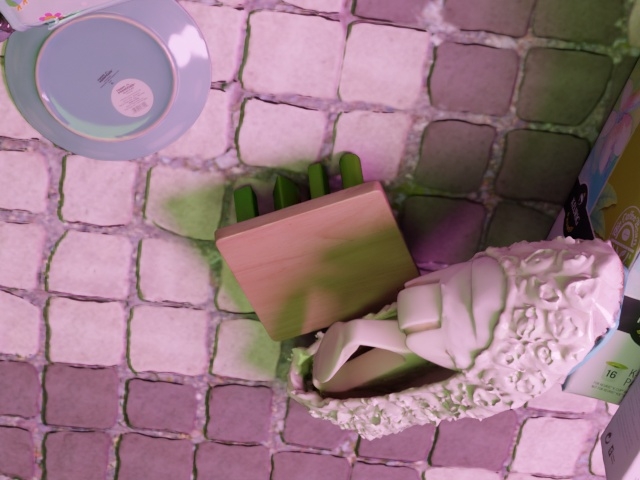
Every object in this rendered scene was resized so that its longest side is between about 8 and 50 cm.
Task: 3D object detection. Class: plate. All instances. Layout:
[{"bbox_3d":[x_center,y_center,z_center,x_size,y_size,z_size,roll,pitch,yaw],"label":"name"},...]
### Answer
[{"bbox_3d":[-0.193,-0.150,1.379,0.188,0.024,0.188,0,121,-1],"label":"plate"}]

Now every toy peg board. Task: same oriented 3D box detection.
[{"bbox_3d":[0.000,0.000,1.457,0.161,0.079,0.160,-17,136,10],"label":"toy peg board"}]

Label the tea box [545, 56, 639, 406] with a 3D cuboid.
[{"bbox_3d":[0.413,-0.001,1.365,0.329,0.220,0.323,16,120,-10],"label":"tea box"}]

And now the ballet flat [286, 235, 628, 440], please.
[{"bbox_3d":[0.097,0.095,1.374,0.147,0.147,0.409,31,146,-19],"label":"ballet flat"}]

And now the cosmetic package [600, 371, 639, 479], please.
[{"bbox_3d":[0.336,0.123,1.265,0.117,0.085,0.231,17,122,-9],"label":"cosmetic package"}]

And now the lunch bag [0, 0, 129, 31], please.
[{"bbox_3d":[-0.189,-0.309,1.203,0.223,0.160,0.262,-16,115,8],"label":"lunch bag"}]

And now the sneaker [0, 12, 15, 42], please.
[{"bbox_3d":[-0.385,-0.218,1.308,0.262,0.104,0.125,19,137,-7],"label":"sneaker"}]
